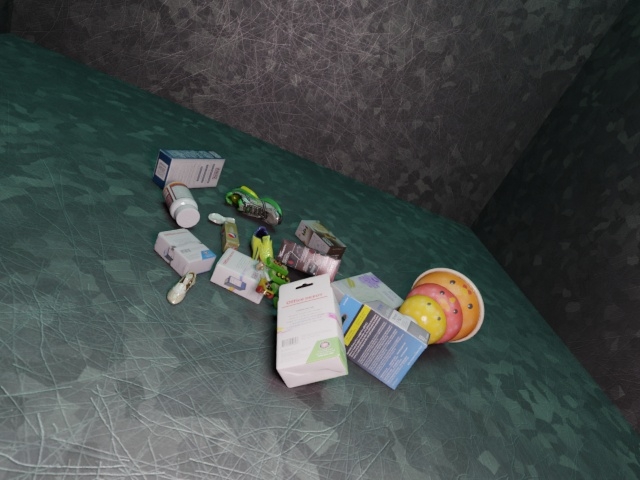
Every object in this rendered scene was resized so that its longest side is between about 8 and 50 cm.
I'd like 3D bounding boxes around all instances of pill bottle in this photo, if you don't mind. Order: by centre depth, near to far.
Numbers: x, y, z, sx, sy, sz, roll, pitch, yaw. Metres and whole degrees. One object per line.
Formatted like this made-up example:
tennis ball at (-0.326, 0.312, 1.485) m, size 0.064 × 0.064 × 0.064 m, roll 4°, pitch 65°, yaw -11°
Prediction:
pill bottle at (-0.621, -0.160, 1.851) m, size 0.121 × 0.121 × 0.221 m, roll 5°, pitch 34°, yaw -39°

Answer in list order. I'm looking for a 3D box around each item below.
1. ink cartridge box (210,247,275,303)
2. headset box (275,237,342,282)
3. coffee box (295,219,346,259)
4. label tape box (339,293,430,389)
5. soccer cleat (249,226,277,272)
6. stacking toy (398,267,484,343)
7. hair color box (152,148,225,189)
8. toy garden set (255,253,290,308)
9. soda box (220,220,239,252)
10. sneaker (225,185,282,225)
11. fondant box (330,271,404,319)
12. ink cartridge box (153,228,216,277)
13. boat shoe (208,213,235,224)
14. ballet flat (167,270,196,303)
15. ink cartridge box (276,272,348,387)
ink cartridge box at (-0.303, 0.135, 1.635) m, size 0.212 × 0.093 × 0.154 m, roll 28°, pitch 24°, yaw -6°
headset box at (-0.039, 0.093, 1.831) m, size 0.293 × 0.110 × 0.218 m, roll 21°, pitch -2°, yaw 0°
coffee box at (0.000, 0.000, 2.188) m, size 0.141 × 0.098 × 0.246 m, roll -2°, pitch 38°, yaw -47°
label tape box at (0.198, 0.355, 1.537) m, size 0.334 × 0.240 × 0.106 m, roll 33°, pitch 26°, yaw 11°
soccer cleat at (-0.249, 0.044, 1.829) m, size 0.094 × 0.121 × 0.289 m, roll 12°, pitch 29°, yaw -30°
stacking toy at (0.446, 0.332, 1.742) m, size 0.351 × 0.350 × 0.480 m, roll 40°, pitch 33°, yaw 26°
hair color box at (-0.673, -0.368, 2.134) m, size 0.105 × 0.173 × 0.347 m, roll 37°, pitch 26°, yaw 22°
toy garden set at (-0.172, 0.148, 1.591) m, size 0.204 × 0.049 × 0.244 m, roll 36°, pitch 27°, yaw -43°
soda box at (-0.407, -0.012, 1.850) m, size 0.058 × 0.061 × 0.181 m, roll 16°, pitch 27°, yaw -25°
sneaker at (-0.348, -0.163, 2.153) m, size 0.344 × 0.134 × 0.146 m, roll 26°, pitch 30°, yaw 18°
fondant box at (0.203, 0.271, 1.878) m, size 0.238 × 0.096 × 0.330 m, roll 41°, pitch 27°, yaw 28°
ink cartridge box at (-0.524, 0.045, 1.600) m, size 0.191 × 0.082 × 0.140 m, roll 37°, pitch 26°, yaw 22°
boat shoe at (-0.474, -0.097, 1.976) m, size 0.125 × 0.038 × 0.046 m, roll 9°, pitch 72°, yaw -24°
ballet flat at (-0.487, 0.159, 1.454) m, size 0.057 × 0.052 × 0.168 m, roll 25°, pitch 25°, yaw -6°
ink cartridge box at (-0.034, 0.291, 1.397) m, size 0.207 × 0.119 × 0.353 m, roll -15°, pitch 39°, yaw 9°
